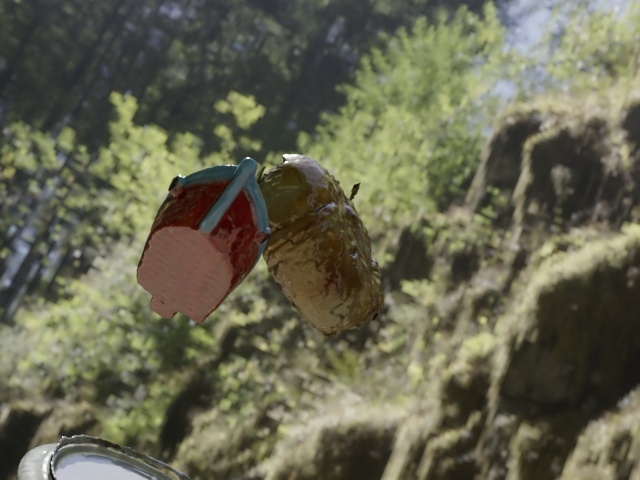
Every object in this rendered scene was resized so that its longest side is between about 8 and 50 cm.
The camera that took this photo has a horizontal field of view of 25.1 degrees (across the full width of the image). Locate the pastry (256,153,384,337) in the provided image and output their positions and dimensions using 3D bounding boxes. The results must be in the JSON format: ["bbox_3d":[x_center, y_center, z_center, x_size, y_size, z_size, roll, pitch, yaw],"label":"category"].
[{"bbox_3d":[-0.004,0.004,1.162,0.081,0.153,0.153,-17,-39,12],"label":"pastry"}]

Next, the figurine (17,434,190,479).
[{"bbox_3d":[-0.093,0.169,0.537,0.132,0.154,0.132,36,8,-6],"label":"figurine"}]

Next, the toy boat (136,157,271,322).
[{"bbox_3d":[-0.069,-0.002,0.887,0.069,0.059,0.173,34,-27,0],"label":"toy boat"}]
